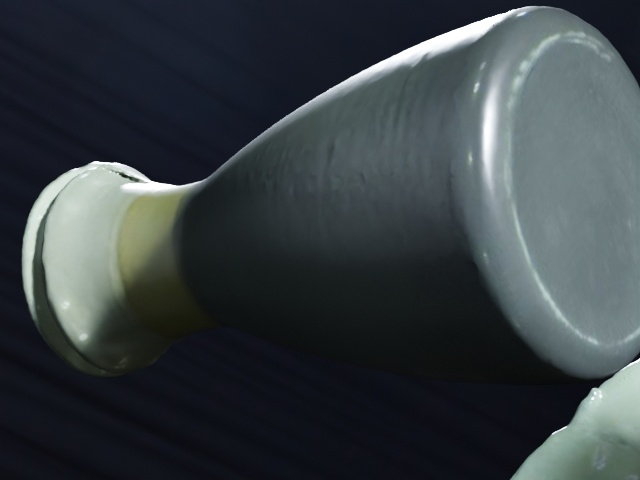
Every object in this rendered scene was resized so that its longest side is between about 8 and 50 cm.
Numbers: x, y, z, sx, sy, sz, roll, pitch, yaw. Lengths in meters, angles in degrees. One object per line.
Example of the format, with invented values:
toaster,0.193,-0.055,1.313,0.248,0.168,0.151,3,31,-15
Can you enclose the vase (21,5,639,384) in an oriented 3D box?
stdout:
vase,0.000,0.000,0.962,0.321,0.173,0.173,-11,-133,38

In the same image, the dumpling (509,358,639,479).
dumpling,0.313,0.256,1.607,0.270,0.320,0.212,50,-42,44
